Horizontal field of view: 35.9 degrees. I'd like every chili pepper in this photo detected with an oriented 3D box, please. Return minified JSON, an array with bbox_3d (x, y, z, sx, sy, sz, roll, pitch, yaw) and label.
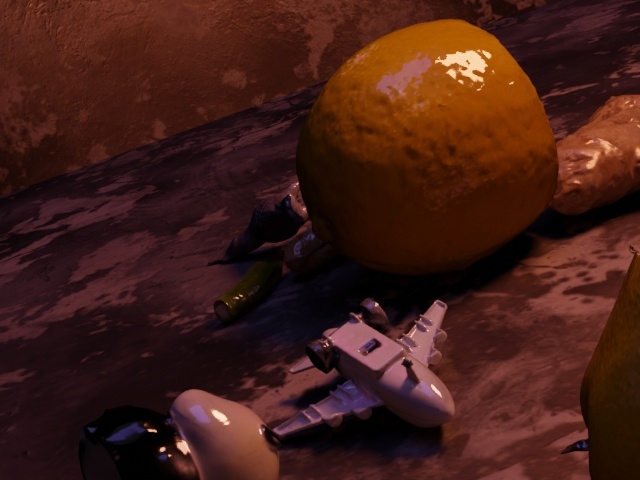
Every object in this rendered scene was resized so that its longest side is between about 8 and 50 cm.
[{"bbox_3d":[-0.102,0.068,1.532,0.052,0.050,0.201,27,29,10],"label":"chili pepper"}]

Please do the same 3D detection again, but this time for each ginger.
[{"bbox_3d":[0.446,-0.136,1.507,0.190,0.126,0.354,-10,20,36],"label":"ginger"}]

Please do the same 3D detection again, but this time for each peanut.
[{"bbox_3d":[0.000,0.000,1.592,0.080,0.080,0.174,-3,25,37],"label":"peanut"}]

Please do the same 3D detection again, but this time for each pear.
[{"bbox_3d":[0.286,0.144,0.769,0.178,0.267,0.267,-48,16,9],"label":"pear"}]

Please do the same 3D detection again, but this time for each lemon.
[{"bbox_3d":[0.124,-0.112,1.383,0.364,0.364,0.364,-15,18,5],"label":"lemon"}]

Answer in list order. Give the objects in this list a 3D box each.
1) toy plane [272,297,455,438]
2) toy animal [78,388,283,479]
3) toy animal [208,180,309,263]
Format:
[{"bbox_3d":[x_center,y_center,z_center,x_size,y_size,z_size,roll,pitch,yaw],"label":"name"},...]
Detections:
[{"bbox_3d":[0.060,0.139,1.078,0.251,0.101,0.255,-36,23,-17],"label":"toy plane"},{"bbox_3d":[-0.130,0.225,0.938,0.179,0.166,0.138,-13,43,-25],"label":"toy animal"},{"bbox_3d":[-0.051,-0.052,1.645,0.206,0.081,0.367,-41,6,-28],"label":"toy animal"}]
